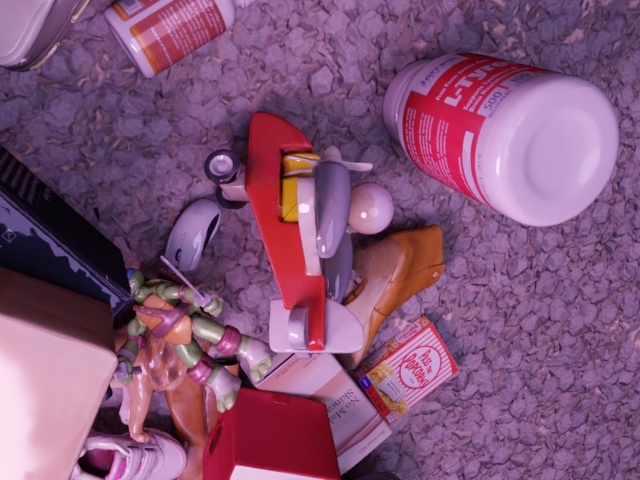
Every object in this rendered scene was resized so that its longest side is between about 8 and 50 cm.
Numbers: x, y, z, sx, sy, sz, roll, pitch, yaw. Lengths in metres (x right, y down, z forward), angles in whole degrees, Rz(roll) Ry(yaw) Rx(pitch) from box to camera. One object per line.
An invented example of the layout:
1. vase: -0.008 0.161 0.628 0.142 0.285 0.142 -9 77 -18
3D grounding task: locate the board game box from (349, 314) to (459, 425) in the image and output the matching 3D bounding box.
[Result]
1. board game box: 0.177 0.270 1.675 0.193 0.045 0.147 -37 119 -7

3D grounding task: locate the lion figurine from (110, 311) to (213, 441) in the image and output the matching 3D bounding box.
1. lion figurine: -0.379 0.197 1.354 0.392 0.142 0.240 8 97 -21

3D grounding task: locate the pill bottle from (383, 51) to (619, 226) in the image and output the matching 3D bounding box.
1. pill bottle: 0.271 -0.187 1.335 0.229 0.407 0.229 -8 112 -21

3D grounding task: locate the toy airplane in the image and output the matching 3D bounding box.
1. toy airplane: 0.000 0.000 1.300 0.272 0.386 0.384 -20 117 -4

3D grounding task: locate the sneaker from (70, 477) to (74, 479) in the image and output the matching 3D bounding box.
1. sneaker: -0.477 0.393 1.408 0.271 0.100 0.108 24 93 -29

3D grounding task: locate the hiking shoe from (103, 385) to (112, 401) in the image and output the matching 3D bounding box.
1. hiking shoe: -0.371 0.200 1.271 0.114 0.086 0.227 28 95 -17

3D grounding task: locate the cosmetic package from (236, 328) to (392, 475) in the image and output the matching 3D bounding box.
1. cosmetic package: -0.009 0.298 1.556 0.153 0.129 0.296 -41 120 -5

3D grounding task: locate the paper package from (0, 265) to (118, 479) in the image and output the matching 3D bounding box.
1. paper package: -0.435 0.178 0.920 0.324 0.168 0.310 22 98 -22

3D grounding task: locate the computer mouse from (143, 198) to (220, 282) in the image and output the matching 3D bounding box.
1. computer mouse: -0.235 0.013 1.366 0.193 0.106 0.042 -67 161 -8

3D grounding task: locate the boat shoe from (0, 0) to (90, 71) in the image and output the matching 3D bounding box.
1. boat shoe: -0.379 -0.377 1.162 0.109 0.091 0.305 36 91 7

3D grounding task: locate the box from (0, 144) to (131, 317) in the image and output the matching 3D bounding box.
1. box: -0.597 0.061 1.082 0.480 0.297 0.472 -45 110 -2

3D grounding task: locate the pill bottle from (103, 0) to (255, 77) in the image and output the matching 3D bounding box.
1. pill bottle: -0.208 -0.352 1.228 0.216 0.121 0.121 -34 119 -8

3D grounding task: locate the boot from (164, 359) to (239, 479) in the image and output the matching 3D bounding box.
1. boot: -0.269 0.370 1.493 0.264 0.096 0.281 -7 109 -14

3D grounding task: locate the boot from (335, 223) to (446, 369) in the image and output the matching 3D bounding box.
1. boot: 0.142 0.112 1.575 0.211 0.104 0.295 -13 129 -35

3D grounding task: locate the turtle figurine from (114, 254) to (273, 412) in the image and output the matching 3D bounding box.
1. turtle figurine: -0.214 0.162 1.219 0.266 0.274 0.198 37 80 -18

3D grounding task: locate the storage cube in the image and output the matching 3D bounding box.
1. storage cube: -0.089 0.396 1.398 0.215 0.193 0.184 15 116 -16

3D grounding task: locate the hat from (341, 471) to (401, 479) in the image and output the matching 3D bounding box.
1. hat: 0.012 0.550 1.655 0.331 0.134 0.331 -23 137 -23

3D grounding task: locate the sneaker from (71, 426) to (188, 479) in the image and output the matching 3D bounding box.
1. sneaker: -0.340 0.381 1.380 0.252 0.111 0.103 12 92 -31
